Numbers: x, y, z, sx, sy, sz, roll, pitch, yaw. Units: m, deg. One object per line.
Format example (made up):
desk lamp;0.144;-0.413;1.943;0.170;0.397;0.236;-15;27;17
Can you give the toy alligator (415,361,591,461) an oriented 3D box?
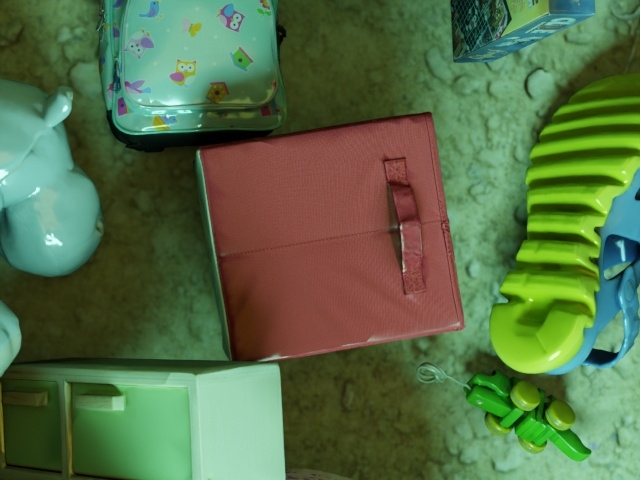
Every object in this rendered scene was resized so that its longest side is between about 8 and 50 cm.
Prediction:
toy alligator;0.175;0.147;1.318;0.190;0.056;0.051;29;40;-10

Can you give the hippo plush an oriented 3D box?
hippo plush;-0.316;-0.026;1.152;0.236;0.234;0.294;-48;117;-41

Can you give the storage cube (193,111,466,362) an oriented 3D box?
storage cube;0.000;0.000;1.199;0.193;0.215;0.183;-9;91;-7

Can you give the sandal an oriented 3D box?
sandal;0.260;-0.008;1.319;0.138;0.126;0.317;33;74;-42

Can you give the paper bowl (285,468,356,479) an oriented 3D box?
paper bowl;0.006;0.317;1.178;0.284;0.284;0.148;51;36;-7

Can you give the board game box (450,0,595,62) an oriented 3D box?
board game box;0.169;-0.255;1.226;0.042;0.243;0.165;-2;89;-13

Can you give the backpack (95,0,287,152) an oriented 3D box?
backpack;-0.111;-0.182;1.211;0.166;0.144;0.188;-3;81;-9

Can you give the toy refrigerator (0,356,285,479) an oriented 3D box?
toy refrigerator;-0.156;0.148;1.119;0.094;0.269;0.102;-2;90;-45
